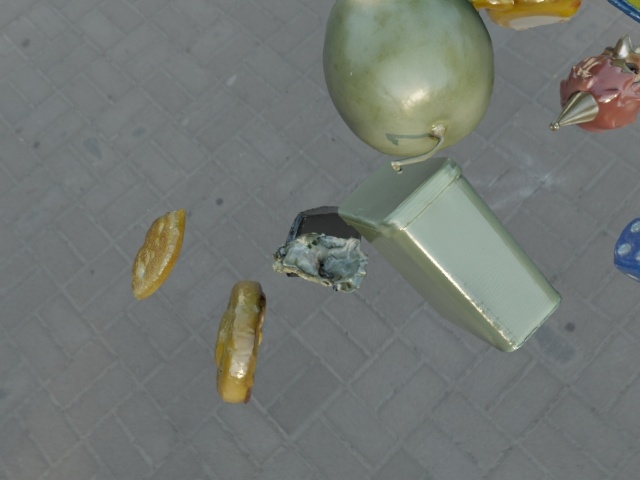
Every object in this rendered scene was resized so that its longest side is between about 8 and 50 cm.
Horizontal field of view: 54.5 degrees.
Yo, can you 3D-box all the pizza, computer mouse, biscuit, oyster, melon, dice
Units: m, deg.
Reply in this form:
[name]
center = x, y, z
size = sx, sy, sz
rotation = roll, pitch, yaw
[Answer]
[pizza]
center = -0.413, 0.032, 1.580
size = 0.134, 0.056, 0.271
rotation = 30, 102, 44
[computer mouse]
center = -0.004, -0.002, 1.504
size = 0.087, 0.295, 0.168
rotation = 22, 104, 34
[biscuit]
center = -0.198, 0.239, 1.484
size = 0.101, 0.296, 0.297
rotation = 7, 68, -10
[oyster]
center = 0.000, 0.029, 1.029
size = 0.165, 0.053, 0.108
rotation = 20, 67, 13
[melon]
center = 0.129, -0.268, 0.940
size = 0.271, 0.272, 0.308
rotation = -31, 81, -6
[dice]
center = 0.784, 0.032, 1.441
size = 0.143, 0.146, 0.147
rotation = 28, 92, -23

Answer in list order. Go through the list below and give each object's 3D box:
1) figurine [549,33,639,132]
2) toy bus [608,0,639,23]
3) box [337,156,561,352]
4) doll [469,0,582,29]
[figurine]
center = 0.560, -0.304, 1.163
size = 0.386, 0.166, 0.207
rotation = -24, 40, -14
[toy bus]
center = 0.442, -0.244, 0.587
size = 0.287, 0.175, 0.138
rotation = 33, 64, -4
[box]
center = 0.238, 0.015, 1.206
size = 0.177, 0.352, 0.344
rotation = -46, 103, -4
[doll]
center = 0.360, -0.484, 1.042
size = 0.166, 0.162, 0.270
rotation = 6, 78, 46
